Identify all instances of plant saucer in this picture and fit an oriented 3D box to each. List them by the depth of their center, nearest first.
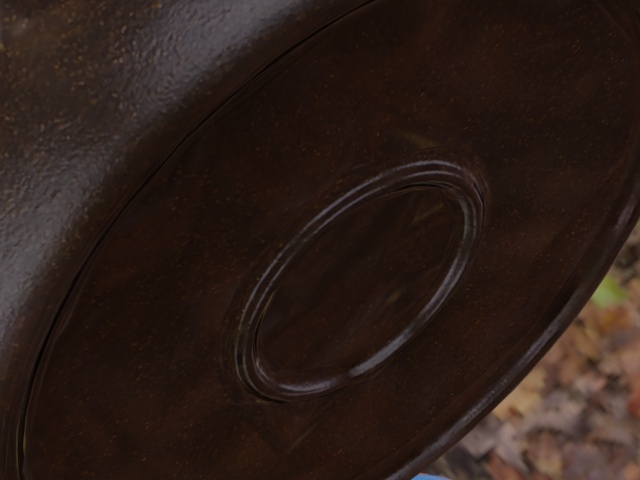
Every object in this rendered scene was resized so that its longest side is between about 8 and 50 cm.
[{"bbox_3d":[0.000,0.000,0.553,0.310,0.310,0.050,-42,59,-1],"label":"plant saucer"}]

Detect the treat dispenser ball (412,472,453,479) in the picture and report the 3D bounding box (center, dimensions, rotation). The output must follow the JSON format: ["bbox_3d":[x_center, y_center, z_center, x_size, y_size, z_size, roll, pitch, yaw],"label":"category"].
[{"bbox_3d":[0.042,0.294,1.263,0.288,0.288,0.288,-21,44,22],"label":"treat dispenser ball"}]
